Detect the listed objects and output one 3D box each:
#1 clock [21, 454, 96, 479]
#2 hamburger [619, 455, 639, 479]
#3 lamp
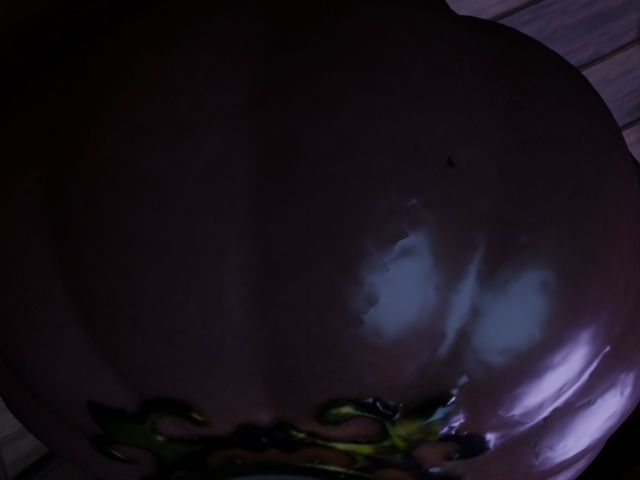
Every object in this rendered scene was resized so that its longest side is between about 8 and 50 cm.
[{"bbox_3d":[-0.101,0.188,0.938,0.147,0.071,0.192,-38,141,-11],"label":"clock"},{"bbox_3d":[0.322,0.284,1.262,0.330,0.250,0.330,-21,133,-24],"label":"hamburger"},{"bbox_3d":[0.000,0.000,0.737,0.305,0.239,0.305,5,151,3],"label":"lamp"}]
